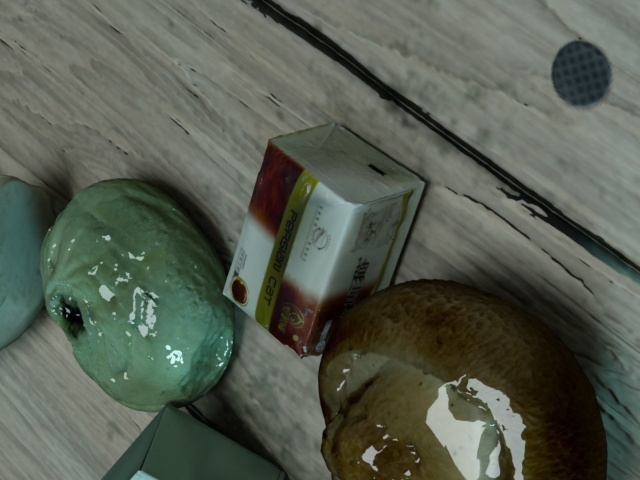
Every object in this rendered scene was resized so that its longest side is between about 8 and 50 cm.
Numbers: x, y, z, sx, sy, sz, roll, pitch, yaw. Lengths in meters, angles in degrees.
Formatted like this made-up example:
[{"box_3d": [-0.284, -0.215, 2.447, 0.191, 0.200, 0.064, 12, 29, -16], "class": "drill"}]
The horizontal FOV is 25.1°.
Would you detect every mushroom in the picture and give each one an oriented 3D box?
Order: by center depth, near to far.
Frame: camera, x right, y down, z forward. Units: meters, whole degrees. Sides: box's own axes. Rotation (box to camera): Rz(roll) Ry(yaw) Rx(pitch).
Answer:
[{"box_3d": [0.099, 0.150, 1.058, 0.253, 0.153, 0.253, 14, 111, 42], "class": "mushroom"}, {"box_3d": [-0.355, 0.055, 1.464, 0.128, 0.128, 0.350, 55, 133, 16], "class": "mushroom"}]

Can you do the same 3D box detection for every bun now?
[{"box_3d": [-0.175, 0.055, 1.309, 0.221, 0.108, 0.221, 14, 112, 39], "class": "bun"}]

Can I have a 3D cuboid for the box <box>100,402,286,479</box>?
[{"box_3d": [-0.148, 0.266, 1.330, 0.129, 0.086, 0.225, 32, 130, -11], "class": "box"}]

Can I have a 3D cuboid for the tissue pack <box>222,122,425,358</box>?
[{"box_3d": [-0.001, 0.000, 1.142, 0.106, 0.099, 0.148, 36, 124, 30], "class": "tissue pack"}]
